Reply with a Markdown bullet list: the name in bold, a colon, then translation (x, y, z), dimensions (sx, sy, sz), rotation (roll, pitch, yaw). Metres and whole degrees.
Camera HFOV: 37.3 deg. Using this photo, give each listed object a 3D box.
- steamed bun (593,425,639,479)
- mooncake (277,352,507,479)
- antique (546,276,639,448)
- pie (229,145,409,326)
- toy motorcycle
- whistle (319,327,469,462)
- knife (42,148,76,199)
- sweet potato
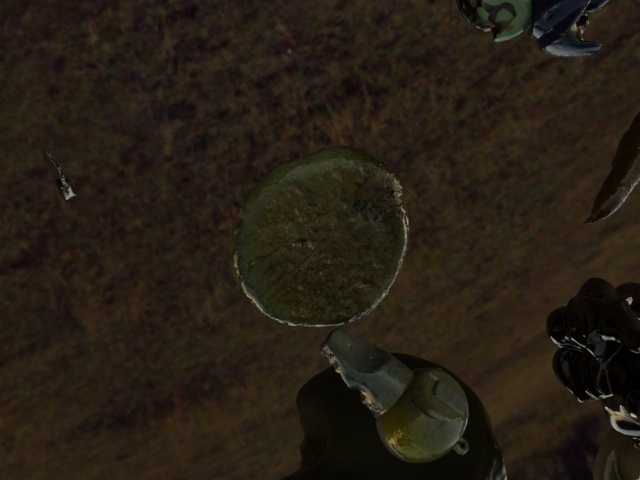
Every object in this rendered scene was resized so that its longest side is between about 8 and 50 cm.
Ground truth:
- **steamed bun**: translation (0.632, 0.371, 1.554), dimensions (0.367, 0.255, 0.342), rotation (23, 112, -13)
- **mooncake**: translation (0.095, 0.333, 1.328), dimensions (0.351, 0.351, 0.187), rotation (-26, 131, -8)
- **antique**: translation (0.445, 0.185, 1.239), dimensions (0.185, 0.255, 0.322), rotation (-44, 118, 2)
- **pie**: translation (0.000, 0.000, 1.329), dimensions (0.277, 0.078, 0.277), rotation (-7, 112, -19)
- **toy motorcycle**: translation (0.337, -0.356, 1.187), dimensions (0.331, 0.196, 0.125), rotation (-41, 179, 7)
- **whistle**: translation (0.089, 0.193, 1.159), dimensions (0.123, 0.223, 0.123), rotation (-53, -178, 3)
- **knife**: translation (-0.448, -0.117, 1.600), dimensions (0.028, 0.060, 0.230), rotation (-43, 179, -14)
- **sweet potato**: translation (0.477, -0.133, 1.439), dimensions (0.274, 0.067, 0.067), rotation (-55, 165, -15)
